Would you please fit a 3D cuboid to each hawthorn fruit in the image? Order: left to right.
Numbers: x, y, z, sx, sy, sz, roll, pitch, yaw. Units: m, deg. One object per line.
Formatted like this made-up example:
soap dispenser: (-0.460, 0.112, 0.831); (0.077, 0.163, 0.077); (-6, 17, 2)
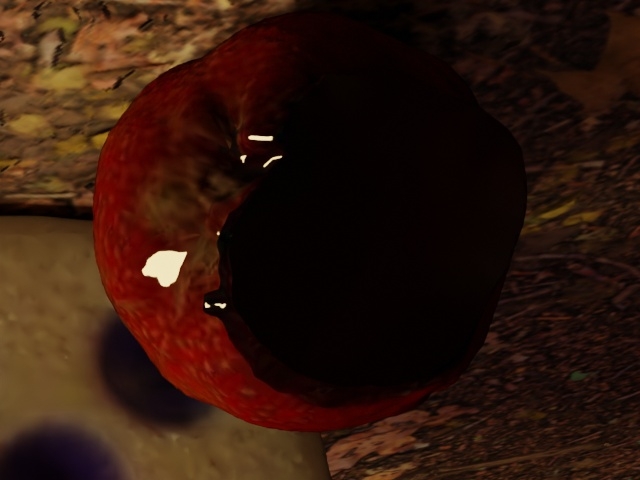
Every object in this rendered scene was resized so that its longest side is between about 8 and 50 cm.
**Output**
hawthorn fruit: (0.000, 0.000, 0.807); (0.190, 0.189, 0.251); (-14, 169, 4)

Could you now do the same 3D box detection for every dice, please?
dice: (-0.171, 0.174, 0.930); (0.304, 0.304, 0.277); (0, 154, -25)
